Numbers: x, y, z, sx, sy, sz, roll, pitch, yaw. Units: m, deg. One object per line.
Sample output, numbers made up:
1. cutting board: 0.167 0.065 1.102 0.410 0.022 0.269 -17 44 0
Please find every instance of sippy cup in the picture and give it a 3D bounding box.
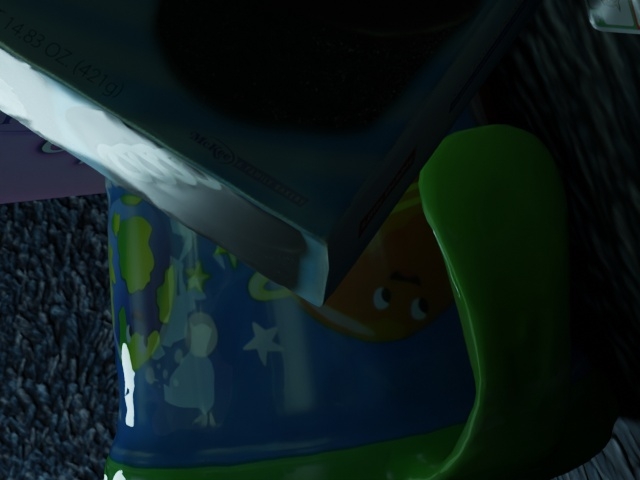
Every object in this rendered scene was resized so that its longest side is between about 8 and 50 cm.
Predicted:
1. sippy cup: 0.000 0.000 0.774 0.240 0.305 0.224 -14 -86 -59

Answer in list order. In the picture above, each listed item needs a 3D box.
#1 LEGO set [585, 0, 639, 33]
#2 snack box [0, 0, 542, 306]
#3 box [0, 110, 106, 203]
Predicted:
1. LEGO set: 0.102 -0.170 0.415 0.182 0.060 0.244 16 129 62
2. snack box: -0.081 -0.140 0.560 0.322 0.187 0.060 31 159 12
3. box: -0.134 -0.157 0.957 0.117 0.213 0.243 126 132 -57
